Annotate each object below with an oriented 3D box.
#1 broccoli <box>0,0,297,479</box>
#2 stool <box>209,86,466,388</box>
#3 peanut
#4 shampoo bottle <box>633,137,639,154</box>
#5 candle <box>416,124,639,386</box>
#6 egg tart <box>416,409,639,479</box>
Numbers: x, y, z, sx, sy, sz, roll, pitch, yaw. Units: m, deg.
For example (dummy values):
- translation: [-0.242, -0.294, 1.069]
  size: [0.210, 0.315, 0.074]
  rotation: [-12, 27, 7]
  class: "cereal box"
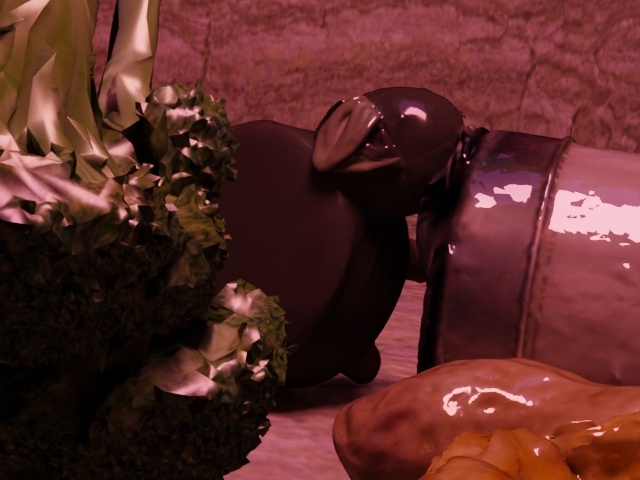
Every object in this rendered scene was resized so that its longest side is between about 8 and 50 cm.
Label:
- translation: [-0.149, -0.006, 0.589]
  size: [0.307, 0.275, 0.308]
  rotation: [16, -19, 6]
  class: "broccoli"
- translation: [0.003, 0.008, 0.902]
  size: [0.228, 0.153, 0.139]
  rotation: [-19, -22, 32]
  class: "stool"
- translation: [0.112, 0.101, 0.661]
  size: [0.227, 0.086, 0.104]
  rotation: [11, 27, 29]
  class: "peanut"
- translation: [0.349, -0.012, 1.030]
  size: [0.273, 0.273, 0.266]
  rotation: [10, -1, 15]
  class: "shampoo bottle"
- translation: [0.213, 0.049, 0.778]
  size: [0.330, 0.187, 0.187]
  rotation: [10, 8, 13]
  class: "candle"
- translation: [0.132, 0.125, 0.440]
  size: [0.241, 0.106, 0.241]
  rotation: [9, 10, -2]
  class: "egg tart"
